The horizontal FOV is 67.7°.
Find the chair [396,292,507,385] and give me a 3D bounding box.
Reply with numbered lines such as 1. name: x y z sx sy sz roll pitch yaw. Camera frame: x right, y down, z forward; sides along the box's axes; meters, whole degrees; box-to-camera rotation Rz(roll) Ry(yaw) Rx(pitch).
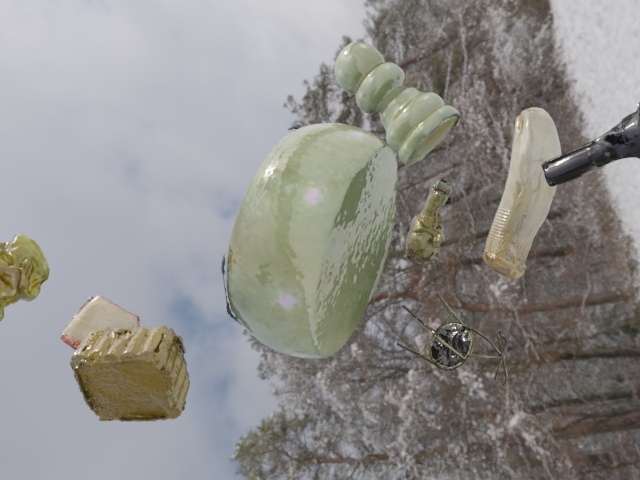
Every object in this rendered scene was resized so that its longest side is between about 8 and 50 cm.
1. chair: 0.377 0.294 1.345 0.325 0.170 0.160 35 -131 -30

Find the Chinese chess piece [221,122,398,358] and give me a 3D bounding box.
1. Chinese chess piece: 0.000 0.000 0.721 0.349 0.146 0.349 -52 -29 -44

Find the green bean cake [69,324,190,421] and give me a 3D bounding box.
1. green bean cake: -0.426 0.307 1.101 0.131 0.224 0.230 -89 -4 -59

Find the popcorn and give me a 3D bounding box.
1. popcorn: -0.673 0.098 0.887 0.174 0.286 0.225 61 168 -10

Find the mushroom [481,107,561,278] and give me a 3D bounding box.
1. mushroom: 0.415 -0.098 0.983 0.095 0.122 0.351 11 -86 -24

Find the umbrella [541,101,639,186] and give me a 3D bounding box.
1. umbrella: 0.426 -0.143 0.542 0.118 0.340 0.118 27 -129 -39

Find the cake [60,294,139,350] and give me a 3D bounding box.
1. cake: -0.574 0.294 1.368 0.158 0.159 0.262 -58 -28 -25

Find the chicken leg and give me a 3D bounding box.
1. chicken leg: 0.251 -0.033 1.095 0.088 0.228 0.103 23 -146 13

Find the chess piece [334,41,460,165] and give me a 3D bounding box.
1. chess piece: 0.125 -0.266 0.875 0.243 0.133 0.133 49 -153 11
